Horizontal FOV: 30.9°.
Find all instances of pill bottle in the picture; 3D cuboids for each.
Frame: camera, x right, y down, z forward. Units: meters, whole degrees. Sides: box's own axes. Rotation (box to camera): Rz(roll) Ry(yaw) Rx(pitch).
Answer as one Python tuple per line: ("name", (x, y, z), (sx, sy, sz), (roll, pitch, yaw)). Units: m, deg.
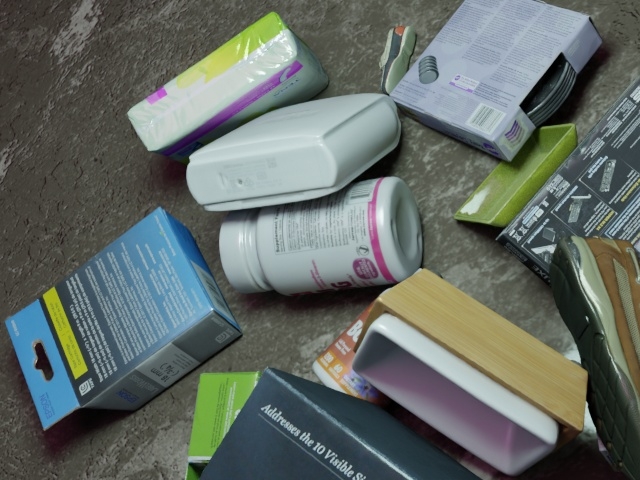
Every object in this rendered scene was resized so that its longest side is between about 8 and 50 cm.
("pill bottle", (0.101, 0.148, 1.671), (0.216, 0.121, 0.121), (-46, 54, -2))
("pill bottle", (0.000, 0.000, 1.774), (0.283, 0.160, 0.160), (-8, 62, 23))

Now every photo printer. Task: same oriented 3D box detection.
("photo printer", (-0.027, -0.146, 1.808), (0.256, 0.307, 0.107), (-6, 107, 29))

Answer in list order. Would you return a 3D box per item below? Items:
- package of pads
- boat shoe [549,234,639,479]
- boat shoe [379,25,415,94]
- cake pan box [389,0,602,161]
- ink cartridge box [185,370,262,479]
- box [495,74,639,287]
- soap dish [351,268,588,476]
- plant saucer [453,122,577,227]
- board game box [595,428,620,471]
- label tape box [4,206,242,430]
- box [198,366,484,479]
("package of pads", (-0.144, -0.239, 1.932), (0.297, 0.229, 0.101), (-32, 79, 10))
("boat shoe", (0.385, 0.132, 1.428), (0.120, 0.122, 0.324), (-8, 66, -10))
("boat shoe", (0.122, -0.301, 1.941), (0.043, 0.049, 0.137), (3, 64, 31))
("cake pan box", (0.271, -0.267, 1.806), (0.245, 0.070, 0.267), (-54, 42, -5))
("ink cartridge box", (-0.106, 0.335, 1.636), (0.097, 0.189, 0.255), (-5, 64, 22))
("box", (0.431, -0.040, 1.570), (0.242, 0.076, 0.307), (40, 86, 5))
("soap dish", (0.190, 0.170, 1.495), (0.291, 0.229, 0.118), (33, 68, 7))
("plant saucer", (0.293, -0.085, 1.695), (0.045, 0.188, 0.188), (42, 86, -9))
("board game box", (0.375, 0.213, 1.513), (0.026, 0.103, 0.154), (-14, 60, 20))
("label tape box", (-0.326, 0.141, 1.896), (0.334, 0.106, 0.240), (-36, 54, 7))
("box", (0.044, 0.485, 1.378), (0.480, 0.297, 0.471), (32, 94, 35))
